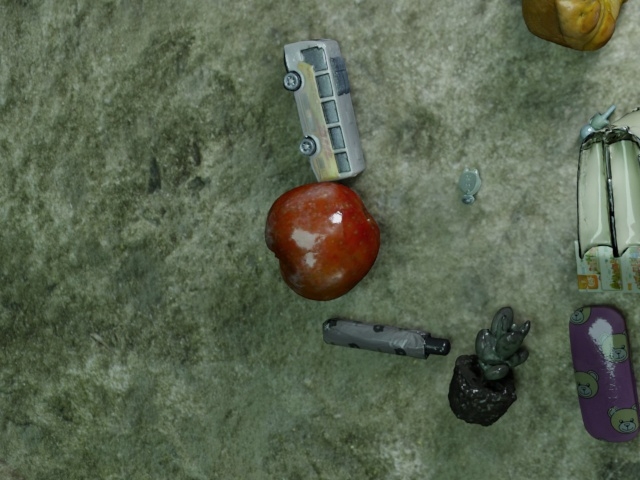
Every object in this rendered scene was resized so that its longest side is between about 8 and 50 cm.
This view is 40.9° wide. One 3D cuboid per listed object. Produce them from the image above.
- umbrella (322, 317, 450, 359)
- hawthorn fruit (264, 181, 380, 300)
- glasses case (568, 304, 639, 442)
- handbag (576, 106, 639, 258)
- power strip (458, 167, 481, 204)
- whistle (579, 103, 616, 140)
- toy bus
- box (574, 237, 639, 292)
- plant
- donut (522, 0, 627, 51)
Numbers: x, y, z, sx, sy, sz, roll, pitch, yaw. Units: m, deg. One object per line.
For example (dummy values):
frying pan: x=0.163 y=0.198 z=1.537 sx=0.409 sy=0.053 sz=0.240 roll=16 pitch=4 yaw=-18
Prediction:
umbrella: x=0.161 y=0.246 z=2.145 sx=0.337 sy=0.067 sz=0.073 roll=6 pitch=119 yaw=27
hawthorn fruit: x=0.000 y=0.000 z=2.051 sx=0.284 sy=0.284 sz=0.284 roll=9 pitch=109 yaw=28
glasses case: x=0.623 y=0.294 z=1.886 sx=0.123 sy=0.076 sz=0.316 roll=-6 pitch=101 yaw=31
handbag: x=0.597 y=-0.120 z=1.613 sx=0.160 sy=0.358 sz=0.236 roll=-3 pitch=104 yaw=33
power strip: x=0.341 y=-0.123 z=1.958 sx=0.055 sy=0.035 sz=0.083 roll=7 pitch=95 yaw=28
whistle: x=0.575 y=-0.242 z=1.780 sx=0.035 sy=0.035 sz=0.100 roll=46 pitch=120 yaw=10
toy bus: x=0.007 y=-0.311 z=2.049 sx=0.138 sy=0.097 sz=0.342 roll=-7 pitch=101 yaw=29
box: x=0.657 y=0.052 z=1.822 sx=0.221 sy=0.032 sz=0.122 roll=-2 pitch=104 yaw=29
plant: x=0.398 y=0.291 z=1.972 sx=0.149 sy=0.146 sz=0.274 roll=10 pitch=115 yaw=-20
donut: x=0.492 y=-0.518 z=1.608 sx=0.150 sy=0.299 sz=0.317 roll=18 pitch=85 yaw=36
